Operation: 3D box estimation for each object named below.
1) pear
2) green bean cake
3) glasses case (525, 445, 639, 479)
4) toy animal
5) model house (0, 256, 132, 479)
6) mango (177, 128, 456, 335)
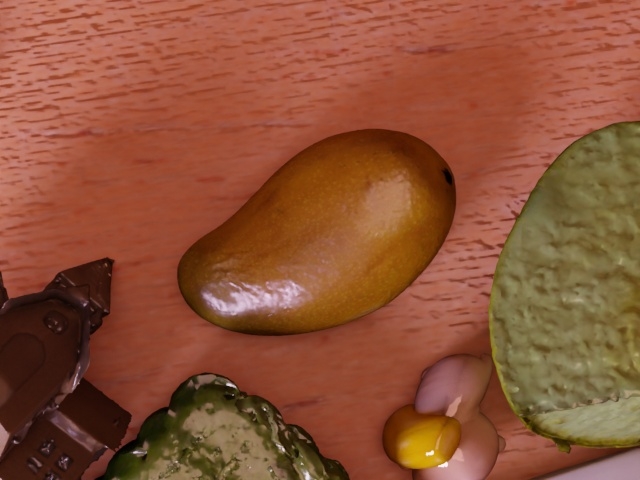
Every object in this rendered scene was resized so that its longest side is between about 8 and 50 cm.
[{"bbox_3d":[0.258,0.028,0.943,0.288,0.139,0.239,-9,68,0],"label":"pear"},{"bbox_3d":[-0.080,0.223,0.903,0.200,0.113,0.214,44,81,4],"label":"green bean cake"},{"bbox_3d":[0.191,0.215,0.949,0.197,0.049,0.076,-17,83,-5],"label":"glasses case"},{"bbox_3d":[0.100,0.148,0.948,0.082,0.091,0.114,39,51,-14],"label":"toy animal"},{"bbox_3d":[-0.202,0.073,0.874,0.181,0.176,0.248,39,40,-8],"label":"model house"},{"bbox_3d":[0.000,0.000,0.948,0.228,0.099,0.136,-28,89,2],"label":"mango"}]
